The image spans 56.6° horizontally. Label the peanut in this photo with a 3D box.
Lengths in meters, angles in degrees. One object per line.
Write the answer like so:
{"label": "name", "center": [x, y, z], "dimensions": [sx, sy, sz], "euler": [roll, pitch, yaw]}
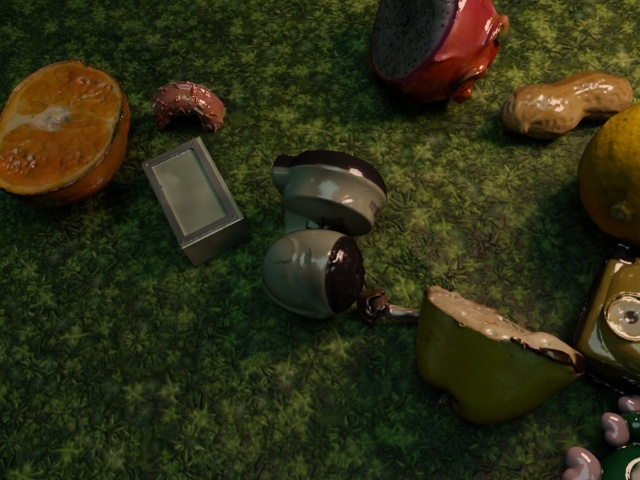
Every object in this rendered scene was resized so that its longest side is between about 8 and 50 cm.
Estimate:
{"label": "peanut", "center": [0.486, -0.268, 1.174], "dimensions": [0.263, 0.101, 0.117], "euler": [-17, 87, -4]}

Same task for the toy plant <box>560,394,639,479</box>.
{"label": "toy plant", "center": [0.465, 0.363, 0.845], "dimensions": [0.243, 0.112, 0.232], "euler": [-37, 75, -16]}

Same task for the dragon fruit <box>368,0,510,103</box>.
{"label": "dragon fruit", "center": [0.248, -0.412, 1.195], "dimensions": [0.189, 0.290, 0.290], "euler": [7, 58, -29]}

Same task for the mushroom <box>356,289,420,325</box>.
{"label": "mushroom", "center": [0.155, 0.124, 1.045], "dimensions": [0.187, 0.061, 0.060], "euler": [8, 57, -2]}

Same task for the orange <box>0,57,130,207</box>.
{"label": "orange", "center": [-0.515, -0.203, 1.181], "dimensions": [0.274, 0.274, 0.310], "euler": [-6, 28, 4]}

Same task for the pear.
{"label": "pear", "center": [0.255, 0.197, 0.931], "dimensions": [0.267, 0.267, 0.178], "euler": [23, 101, 18]}

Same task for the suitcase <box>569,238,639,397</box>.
{"label": "suitcase", "center": [0.516, 0.132, 0.938], "dimensions": [0.194, 0.143, 0.234], "euler": [23, 69, 17]}

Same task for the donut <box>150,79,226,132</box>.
{"label": "donut", "center": [-0.290, -0.287, 1.268], "dimensions": [0.166, 0.117, 0.065], "euler": [-4, 58, 6]}

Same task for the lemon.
{"label": "lemon", "center": [0.575, -0.121, 1.001], "dimensions": [0.245, 0.245, 0.320], "euler": [40, 57, 23]}

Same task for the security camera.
{"label": "security camera", "center": [0.000, 0.000, 1.051], "dimensions": [0.191, 0.197, 0.277], "euler": [8, 71, 22]}

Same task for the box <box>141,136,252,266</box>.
{"label": "box", "center": [-0.245, -0.081, 1.174], "dimensions": [0.130, 0.086, 0.225], "euler": [-28, 63, -8]}
